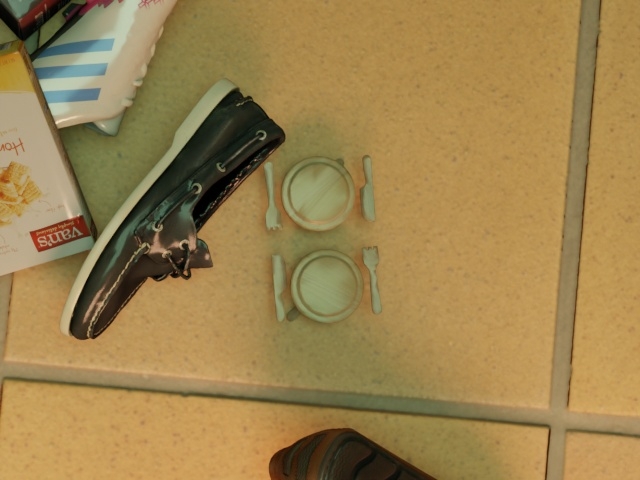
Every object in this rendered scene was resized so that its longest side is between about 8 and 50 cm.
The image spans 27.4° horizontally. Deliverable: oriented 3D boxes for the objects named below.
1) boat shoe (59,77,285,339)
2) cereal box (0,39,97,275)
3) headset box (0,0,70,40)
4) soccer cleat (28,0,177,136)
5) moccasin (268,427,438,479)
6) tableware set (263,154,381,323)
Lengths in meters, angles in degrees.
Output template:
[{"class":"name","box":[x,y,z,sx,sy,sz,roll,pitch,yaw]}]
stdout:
[{"class":"boat shoe","box":[-0.156,-0.017,1.457,0.113,0.127,0.340,32,72,5]},{"class":"cereal box","box":[-0.357,-0.077,1.396,0.173,0.047,0.240,-17,117,2]},{"class":"headset box","box":[-0.320,-0.383,1.457,0.293,0.110,0.218,-43,94,-10]},{"class":"soccer cleat","box":[-0.239,-0.206,1.471,0.331,0.116,0.143,-42,106,-6]},{"class":"moccasin","box":[0.100,0.342,1.475,0.380,0.147,0.139,32,65,-25]},{"class":"tableware set","box":[0.000,0.000,1.528,0.128,0.039,0.194,-4,87,-8]}]
